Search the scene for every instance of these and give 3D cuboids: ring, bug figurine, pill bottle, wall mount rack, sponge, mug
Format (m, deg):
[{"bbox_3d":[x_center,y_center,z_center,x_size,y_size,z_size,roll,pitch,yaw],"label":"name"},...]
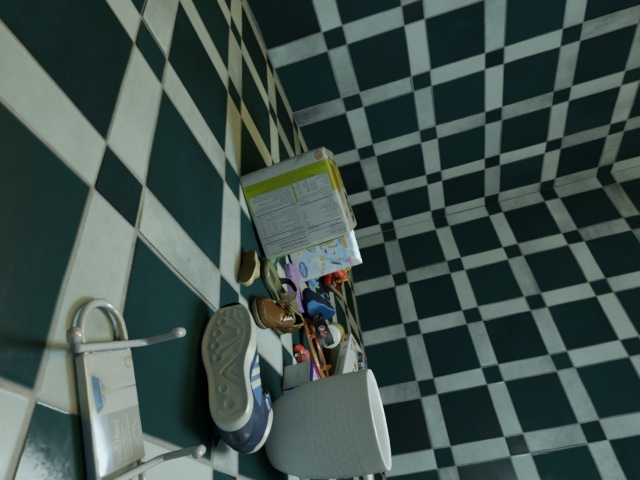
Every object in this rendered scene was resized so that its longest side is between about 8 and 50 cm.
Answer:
[{"bbox_3d":[-0.003,0.502,2.044,0.336,0.032,0.337,-21,90,-89],"label":"ring"},{"bbox_3d":[0.001,0.143,2.257,0.216,0.278,0.072,52,43,-21],"label":"bug figurine"},{"bbox_3d":[0.052,0.478,2.305,0.215,0.117,0.118,26,50,-77],"label":"pill bottle"},{"bbox_3d":[-0.283,0.240,0.649,0.304,0.130,0.351,37,38,-75],"label":"wall mount rack"},{"bbox_3d":[-0.114,0.211,1.997,0.117,0.031,0.210,52,25,-68],"label":"sponge"},{"bbox_3d":[0.025,0.590,1.327,0.276,0.327,0.375,-23,99,-80],"label":"mug"}]

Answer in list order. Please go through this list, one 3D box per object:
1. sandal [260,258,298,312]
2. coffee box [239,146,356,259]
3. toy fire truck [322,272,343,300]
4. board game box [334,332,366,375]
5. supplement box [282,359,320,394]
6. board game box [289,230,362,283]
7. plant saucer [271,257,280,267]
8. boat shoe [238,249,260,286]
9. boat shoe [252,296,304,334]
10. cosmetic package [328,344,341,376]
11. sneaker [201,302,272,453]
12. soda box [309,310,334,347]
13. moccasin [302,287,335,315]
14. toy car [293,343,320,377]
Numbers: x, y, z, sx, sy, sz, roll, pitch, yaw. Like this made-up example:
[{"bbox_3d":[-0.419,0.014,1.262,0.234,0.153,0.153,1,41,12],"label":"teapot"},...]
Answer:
[{"bbox_3d":[-0.137,0.187,1.724,0.120,0.086,0.303,-95,167,-45],"label":"sandal"},{"bbox_3d":[-0.071,-0.146,1.809,0.337,0.337,0.335,-39,111,-79],"label":"coffee box"},{"bbox_3d":[0.079,0.264,2.767,0.217,0.158,0.247,63,27,-54],"label":"toy fire truck"},{"bbox_3d":[0.150,0.622,2.210,0.193,0.053,0.305,61,24,-22],"label":"board game box"},{"bbox_3d":[-0.047,0.553,1.624,0.111,0.113,0.220,-89,161,-62],"label":"supplement box"},{"bbox_3d":[0.000,0.000,2.111,0.066,0.317,0.319,-129,-157,-77],"label":"board game box"},{"bbox_3d":[-0.187,0.055,1.848,0.192,0.018,0.067,-72,146,-72],"label":"plant saucer"},{"bbox_3d":[-0.219,0.095,1.457,0.170,0.062,0.059,-91,158,-57],"label":"boat shoe"},{"bbox_3d":[-0.139,0.248,1.562,0.307,0.104,0.111,52,25,-67],"label":"boat shoe"},{"bbox_3d":[0.118,0.696,2.382,0.309,0.113,0.160,-82,155,-69],"label":"cosmetic package"},{"bbox_3d":[-0.193,0.342,1.104,0.236,0.130,0.323,80,-1,-47],"label":"sneaker"},{"bbox_3d":[0.009,0.402,2.060,0.053,0.060,0.169,-117,-175,-59],"label":"soda box"},{"bbox_3d":[-0.006,0.296,2.150,0.342,0.137,0.117,74,-9,-66],"label":"moccasin"},{"bbox_3d":[-0.041,0.545,1.852,0.225,0.053,0.239,55,23,-65],"label":"toy car"}]
